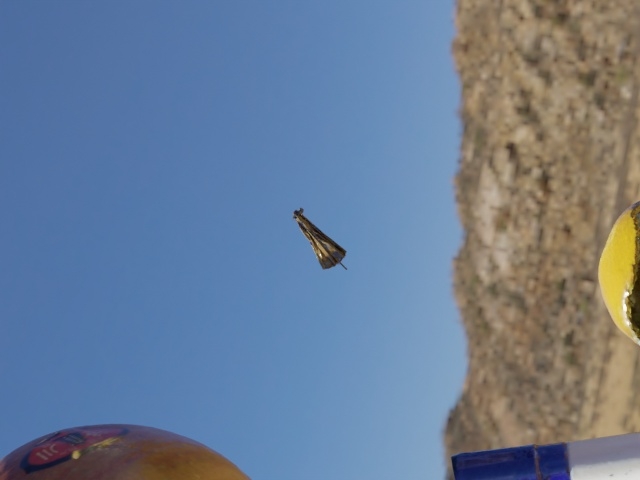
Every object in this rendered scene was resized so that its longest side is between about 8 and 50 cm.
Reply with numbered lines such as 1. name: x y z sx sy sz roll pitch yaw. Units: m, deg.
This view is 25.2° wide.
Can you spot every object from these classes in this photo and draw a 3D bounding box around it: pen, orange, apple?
1. pen: 0.201 0.106 0.730 0.033 0.269 0.033 -10 -90 -78
2. orange: 0.314 0.035 1.223 0.134 0.157 0.156 -56 -24 -36
3. apple: -0.217 0.388 1.566 0.334 0.400 0.400 -8 -69 -50

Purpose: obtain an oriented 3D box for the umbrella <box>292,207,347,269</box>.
1. umbrella: -0.001 0.001 1.503 0.031 0.083 0.020 -38 12 22
